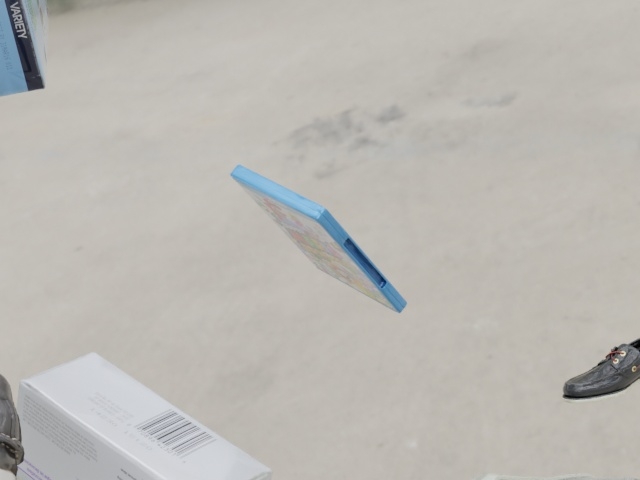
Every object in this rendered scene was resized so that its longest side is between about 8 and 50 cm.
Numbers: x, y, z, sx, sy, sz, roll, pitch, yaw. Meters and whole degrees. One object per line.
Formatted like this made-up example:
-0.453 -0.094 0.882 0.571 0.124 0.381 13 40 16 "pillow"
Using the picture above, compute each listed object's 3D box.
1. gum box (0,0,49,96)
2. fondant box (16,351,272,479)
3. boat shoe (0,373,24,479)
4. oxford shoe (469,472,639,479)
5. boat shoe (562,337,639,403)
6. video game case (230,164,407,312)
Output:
-0.226 -0.204 0.833 0.041 0.156 0.184 -11 29 -5 "gum box"
-0.190 0.306 1.148 0.238 0.330 0.096 28 29 29 "fondant box"
-0.380 0.145 0.840 0.335 0.112 0.095 1 59 -15 "boat shoe"
0.222 0.302 1.136 0.130 0.169 0.449 0 -2 36 "oxford shoe"
0.272 0.113 1.082 0.133 0.042 0.049 -18 12 -20 "boat shoe"
0.000 0.000 1.079 0.119 0.166 0.015 29 77 42 "video game case"
